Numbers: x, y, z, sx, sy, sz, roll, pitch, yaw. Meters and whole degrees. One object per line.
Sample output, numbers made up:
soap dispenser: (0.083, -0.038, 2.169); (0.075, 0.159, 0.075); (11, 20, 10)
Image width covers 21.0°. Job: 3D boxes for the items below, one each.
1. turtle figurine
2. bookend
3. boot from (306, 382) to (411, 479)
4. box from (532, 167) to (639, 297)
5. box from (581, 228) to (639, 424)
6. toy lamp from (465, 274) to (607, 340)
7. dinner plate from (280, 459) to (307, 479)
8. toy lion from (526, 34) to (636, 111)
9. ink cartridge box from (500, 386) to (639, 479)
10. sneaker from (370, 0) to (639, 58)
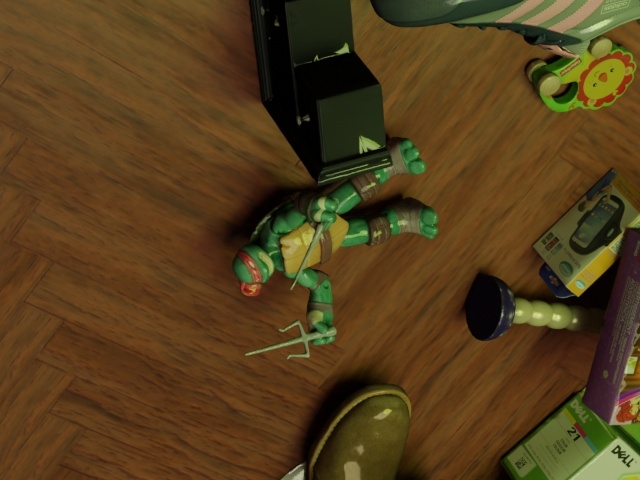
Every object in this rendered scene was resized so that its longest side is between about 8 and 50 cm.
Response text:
turtle figurine: (0.000, 0.000, 1.661); (0.234, 0.118, 0.175); (-32, 146, -20)
bookend: (-0.002, -0.158, 1.525); (0.072, 0.157, 0.156); (-16, 128, -14)
boot: (0.037, 0.295, 1.858); (0.112, 0.115, 0.305); (7, 118, -25)
box: (0.281, -0.004, 1.802); (0.136, 0.081, 0.028); (-44, 128, 8)
box: (0.431, 0.091, 1.834); (0.293, 0.057, 0.201); (0, 112, -29)
toy lamp: (0.293, 0.086, 1.871); (0.274, 0.080, 0.080); (6, 119, -28)
dinner plate: (0.006, 0.295, 1.929); (0.141, 0.017, 0.141); (-11, 126, -15)
toy lion: (0.265, -0.163, 1.722); (0.100, 0.034, 0.096); (-36, 137, 3)
ink cartridge box: (0.366, 0.242, 1.998); (0.255, 0.097, 0.189); (-43, 128, 8)
sneaker: (0.197, -0.217, 1.601); (0.319, 0.112, 0.131); (-13, 123, -14)
